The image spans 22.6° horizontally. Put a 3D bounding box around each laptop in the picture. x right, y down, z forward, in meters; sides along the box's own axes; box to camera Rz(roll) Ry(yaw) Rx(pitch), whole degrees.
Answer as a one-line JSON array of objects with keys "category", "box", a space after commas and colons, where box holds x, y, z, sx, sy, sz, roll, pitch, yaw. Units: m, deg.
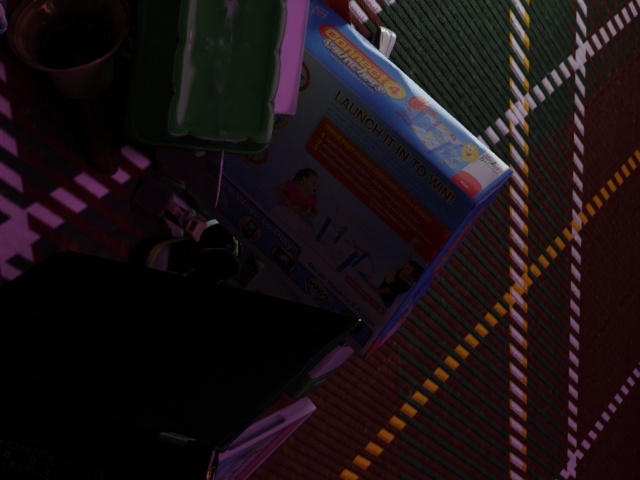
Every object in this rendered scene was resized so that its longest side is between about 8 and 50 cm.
[{"category": "laptop", "box": [-0.219, 0.218, 1.559, 0.236, 0.382, 0.408, 22, 81, -61]}]

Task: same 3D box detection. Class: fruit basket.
[{"category": "fruit basket", "box": [-0.119, -0.221, 1.702, 0.353, 0.165, 0.327, -132, -131, -76]}]

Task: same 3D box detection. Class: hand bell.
[{"category": "hand bell", "box": [-0.243, -0.147, 1.700, 0.242, 0.126, 0.126, 83, 31, -54]}]

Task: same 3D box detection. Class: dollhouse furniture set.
[{"category": "dollhouse furniture set", "box": [-0.149, -0.061, 1.900, 0.114, 0.091, 0.081, -59, 166, -9]}]

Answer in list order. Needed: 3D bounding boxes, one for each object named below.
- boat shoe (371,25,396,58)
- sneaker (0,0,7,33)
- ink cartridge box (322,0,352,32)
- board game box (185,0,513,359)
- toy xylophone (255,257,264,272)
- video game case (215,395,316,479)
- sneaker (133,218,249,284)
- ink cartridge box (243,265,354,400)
[{"category": "boat shoe", "box": [0.077, -0.261, 2.311, 0.035, 0.035, 0.100, 25, 82, -34]}, {"category": "sneaker", "box": [-0.339, -0.270, 1.507, 0.166, 0.065, 0.076, 69, 25, -51]}, {"category": "ink cartridge box", "box": [-0.033, -0.245, 1.912, 0.056, 0.224, 0.181, -23, 128, -18]}, {"category": "board game box", "box": [0.023, -0.067, 1.858, 0.086, 0.308, 0.302, -36, 165, -44]}, {"category": "toy xylophone", "box": [0.000, 0.000, 2.212, 0.236, 0.081, 0.323, -55, 145, -36]}, {"category": "video game case", "box": [-0.140, 0.297, 2.003, 0.204, 0.025, 0.285, -47, 166, 29]}, {"category": "sneaker", "box": [-0.132, 0.032, 1.958, 0.235, 0.097, 0.084, -21, 119, -58]}, {"category": "ink cartridge box", "box": [-0.003, 0.077, 2.062, 0.208, 0.153, 0.087, -48, 166, 29]}]
